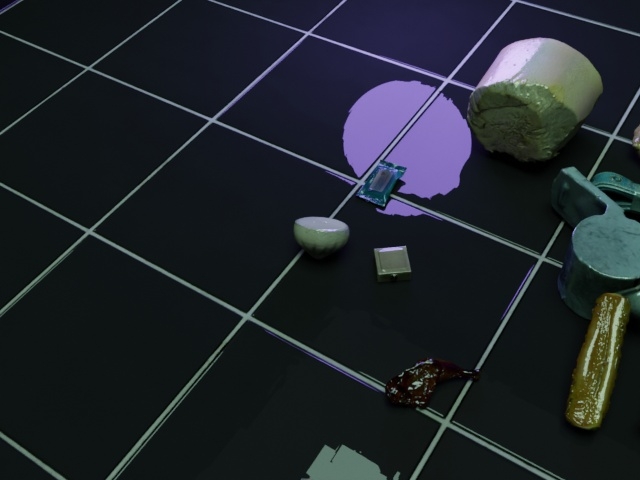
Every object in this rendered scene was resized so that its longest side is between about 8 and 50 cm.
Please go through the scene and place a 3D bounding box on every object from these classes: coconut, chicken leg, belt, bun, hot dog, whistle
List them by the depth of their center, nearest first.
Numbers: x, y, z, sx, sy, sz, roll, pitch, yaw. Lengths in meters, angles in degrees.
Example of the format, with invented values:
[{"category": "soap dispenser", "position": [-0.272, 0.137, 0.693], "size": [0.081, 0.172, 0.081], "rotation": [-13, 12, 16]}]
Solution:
[{"category": "hot dog", "position": [0.560, 0.242, 1.483], "size": [0.083, 0.068, 0.288], "rotation": [16, 72, 21]}, {"category": "chicken leg", "position": [0.229, 0.287, 1.523], "size": [0.205, 0.053, 0.093], "rotation": [-26, 76, -9]}, {"category": "whistle", "position": [0.638, 0.005, 1.660], "size": [0.188, 0.168, 0.404], "rotation": [2, 50, 6]}, {"category": "bun", "position": [0.000, 0.000, 1.755], "size": [0.138, 0.094, 0.138], "rotation": [6, 12, -1]}, {"category": "belt", "position": [0.806, -0.089, 1.790], "size": [0.303, 0.087, 0.072], "rotation": [20, 41, 18]}, {"category": "coconut", "position": [0.564, -0.374, 1.928], "size": [0.298, 0.297, 0.309], "rotation": [28, 58, 24]}]

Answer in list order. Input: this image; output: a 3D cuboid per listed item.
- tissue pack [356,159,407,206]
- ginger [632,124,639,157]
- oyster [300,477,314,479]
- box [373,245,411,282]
[{"category": "tissue pack", "position": [0.161, -0.148, 1.915], "size": [0.085, 0.028, 0.138], "rotation": [22, 59, 25]}, {"category": "ginger", "position": [0.963, -0.173, 1.818], "size": [0.348, 0.122, 0.363], "rotation": [2, 40, 16]}, {"category": "oyster", "position": [0.031, 0.567, 1.258], "size": [0.238, 0.114, 0.351], "rotation": [-27, 57, -29]}, {"category": "box", "position": [0.169, 0.057, 1.730], "size": [0.080, 0.035, 0.083], "rotation": [-4, 50, -1]}]
